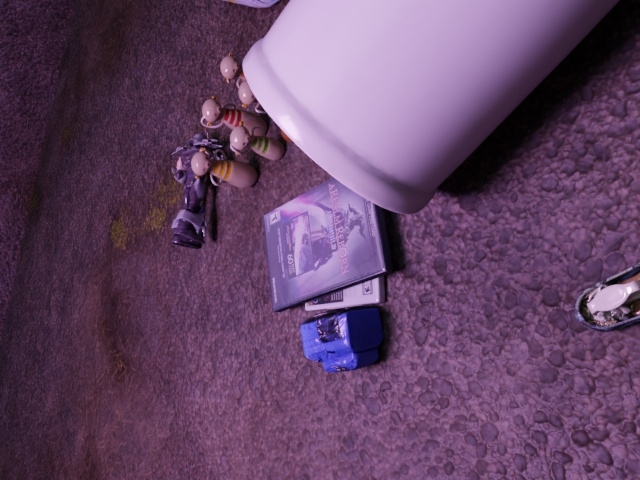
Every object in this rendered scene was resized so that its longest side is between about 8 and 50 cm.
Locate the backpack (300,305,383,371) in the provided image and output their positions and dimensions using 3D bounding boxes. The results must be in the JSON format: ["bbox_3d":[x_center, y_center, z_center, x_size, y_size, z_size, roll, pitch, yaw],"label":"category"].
[{"bbox_3d":[0.027,0.160,0.854,0.120,0.098,0.101,-18,72,42],"label":"backpack"}]

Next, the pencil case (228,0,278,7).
[{"bbox_3d":[-0.192,-0.627,1.251,0.273,0.114,0.124,33,94,45],"label":"pencil case"}]

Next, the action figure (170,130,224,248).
[{"bbox_3d":[-0.297,-0.129,1.262,0.185,0.099,0.284,-10,70,52],"label":"action figure"}]

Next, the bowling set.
[{"bbox_3d":[-0.137,-0.252,1.076,0.200,0.154,0.286,0,82,46],"label":"bowling set"}]

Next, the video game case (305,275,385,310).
[{"bbox_3d":[0.037,0.022,0.930,0.173,0.022,0.190,-13,72,43],"label":"video game case"}]

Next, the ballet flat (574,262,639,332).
[{"bbox_3d":[0.358,0.046,0.562,0.188,0.070,0.070,-41,54,32],"label":"ballet flat"}]

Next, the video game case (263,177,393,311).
[{"bbox_3d":[0.000,0.000,0.939,0.274,0.026,0.195,-25,64,41],"label":"video game case"}]

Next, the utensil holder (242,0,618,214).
[{"bbox_3d":[0.140,-0.281,0.676,0.385,0.328,0.327,-48,51,27],"label":"utensil holder"}]
